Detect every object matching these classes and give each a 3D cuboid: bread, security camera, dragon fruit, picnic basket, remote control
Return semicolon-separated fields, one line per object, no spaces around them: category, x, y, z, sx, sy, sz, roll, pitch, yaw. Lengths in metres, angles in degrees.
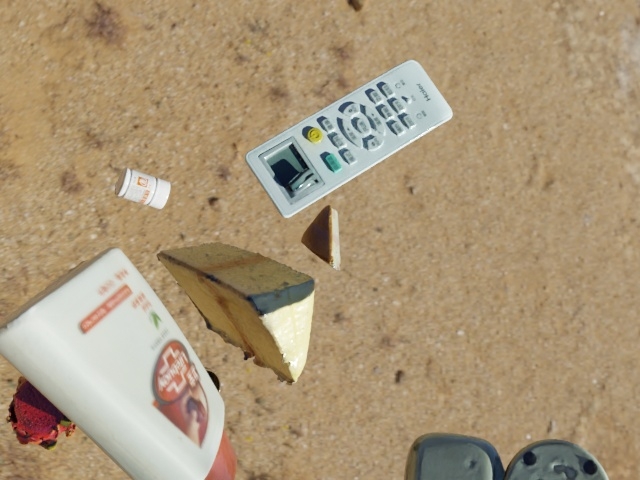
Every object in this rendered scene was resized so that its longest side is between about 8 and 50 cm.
bread;0.000;0.000;1.380;0.043;0.062;0.109;32;50;-63
security camera;0.275;0.371;1.263;0.080;0.302;0.157;67;29;-66
dragon fruit;-0.505;0.293;1.596;0.133;0.150;0.207;19;37;-2
picnic basket;-0.210;0.269;1.559;0.072;0.083;0.072;-1;92;-27
remote control;0.042;-0.141;1.155;0.293;0.051;0.103;-32;84;-18
bread;-0.128;0.114;1.230;0.135;0.240;0.178;-12;114;-42

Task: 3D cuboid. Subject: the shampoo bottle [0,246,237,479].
shampoo bottle;-0.129;0.146;0.682;0.284;0.071;0.153;55;21;-11

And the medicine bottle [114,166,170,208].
medicine bottle;-0.331;-0.097;1.575;0.089;0.057;0.057;18;71;-26
